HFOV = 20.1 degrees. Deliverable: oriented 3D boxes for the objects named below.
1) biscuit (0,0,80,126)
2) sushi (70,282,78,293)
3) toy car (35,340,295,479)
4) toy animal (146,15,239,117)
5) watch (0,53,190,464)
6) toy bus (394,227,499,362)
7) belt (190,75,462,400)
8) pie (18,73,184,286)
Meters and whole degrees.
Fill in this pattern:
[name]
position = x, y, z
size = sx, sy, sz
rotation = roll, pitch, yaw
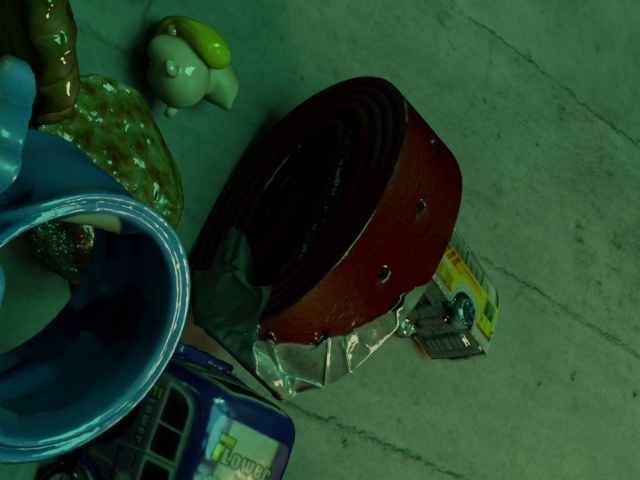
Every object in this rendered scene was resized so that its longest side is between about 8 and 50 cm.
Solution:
[biscuit]
position = -0.260, -0.236, 1.431
size = 0.078, 0.329, 0.335
rotation = -21, 138, -14
[sushi]
position = -0.176, 0.051, 1.649
size = 0.083, 0.056, 0.084
rotation = -30, 111, -52
[toy car]
position = -0.131, 0.214, 1.605
size = 0.172, 0.158, 0.235
rotation = 28, 84, -45
[toy animal]
position = -0.131, -0.158, 1.688
size = 0.082, 0.091, 0.114
rotation = -51, 158, -14
[watch]
position = -0.236, 0.006, 1.395
size = 0.274, 0.241, 0.305
rotation = 12, 111, -44
[toy bus]
position = 0.101, 0.016, 1.933
size = 0.268, 0.092, 0.106
rotation = 54, 44, -33
[belt]
position = 0.000, 0.000, 1.716
size = 0.115, 0.227, 0.324
rotation = 46, 61, -34
[pie]
position = -0.196, -0.048, 1.582
size = 0.163, 0.079, 0.193
rotation = 21, 64, -21
